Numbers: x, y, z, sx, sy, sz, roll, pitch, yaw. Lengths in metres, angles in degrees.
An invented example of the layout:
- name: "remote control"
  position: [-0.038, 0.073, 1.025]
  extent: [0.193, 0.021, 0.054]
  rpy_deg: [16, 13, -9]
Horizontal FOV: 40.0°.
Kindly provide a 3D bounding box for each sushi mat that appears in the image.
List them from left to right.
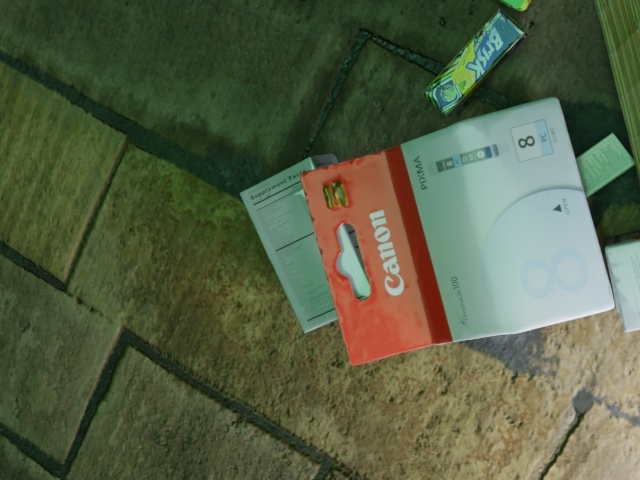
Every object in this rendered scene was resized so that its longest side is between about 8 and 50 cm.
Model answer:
- name: "sushi mat"
  position: [0.454, -0.224, 1.194]
  extent: [0.019, 0.151, 0.316]
  rpy_deg: [-6, 79, -18]

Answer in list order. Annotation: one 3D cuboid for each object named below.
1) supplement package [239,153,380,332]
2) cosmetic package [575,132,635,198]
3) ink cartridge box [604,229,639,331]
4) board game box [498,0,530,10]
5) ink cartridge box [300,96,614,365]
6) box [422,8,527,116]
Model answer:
- name: "supplement package"
  position: [0.000, 0.000, 1.401]
  extent: [0.139, 0.134, 0.244]
  rpy_deg: [-25, 89, 19]
- name: "cosmetic package"
  position: [0.402, -0.103, 1.303]
  extent: [0.115, 0.041, 0.060]
  rpy_deg: [-36, 84, 19]
- name: "ink cartridge box"
  position: [0.501, 0.043, 1.242]
  extent: [0.176, 0.128, 0.127]
  rpy_deg: [-14, 92, 19]
- name: "board game box"
  position: [0.227, -0.456, 1.322]
  extent: [0.259, 0.039, 0.124]
  rpy_deg: [34, 107, 15]
- name: "ink cartridge box"
  position: [0.189, -0.007, 1.265]
  extent: [0.385, 0.091, 0.308]
  rpy_deg: [-15, 89, 3]
- name: "box"
  position: [0.233, -0.267, 1.329]
  extent: [0.054, 0.059, 0.169]
  rpy_deg: [45, 108, 6]
